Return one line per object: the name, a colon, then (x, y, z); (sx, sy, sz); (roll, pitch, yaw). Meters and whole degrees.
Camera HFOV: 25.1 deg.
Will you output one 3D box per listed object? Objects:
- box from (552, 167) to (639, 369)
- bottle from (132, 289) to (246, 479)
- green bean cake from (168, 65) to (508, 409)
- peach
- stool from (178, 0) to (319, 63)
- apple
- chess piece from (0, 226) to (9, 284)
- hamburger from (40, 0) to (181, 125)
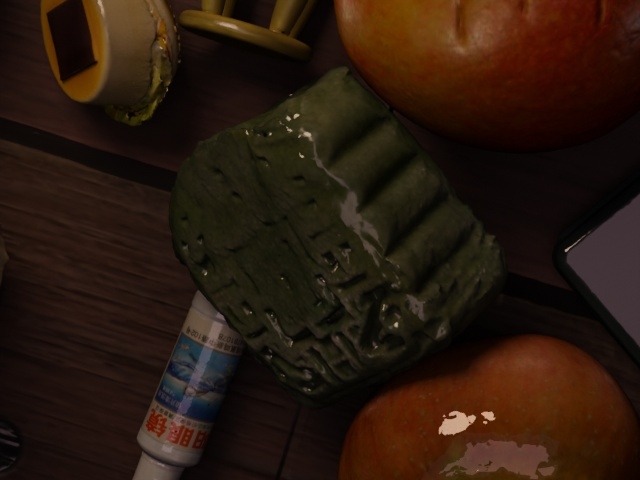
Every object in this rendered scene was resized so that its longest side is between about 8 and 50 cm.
box: (0.316, -0.005, 1.151); (0.230, 0.050, 0.160); (-40, 89, 5)
bottle: (-0.116, 0.148, 1.194); (0.060, 0.060, 0.217); (23, 97, 3)
green bean cake: (0.000, 0.000, 1.096); (0.125, 0.222, 0.227); (-38, 93, -38)
peach: (0.156, -0.179, 1.058); (0.274, 0.249, 0.245); (4, 131, 24)
stool: (-0.046, -0.206, 1.138); (0.135, 0.134, 0.111); (17, 94, 48)
apple: (0.130, 0.168, 1.110); (0.234, 0.173, 0.210); (2, 132, -3)
chess piece: (-0.496, 0.002, 1.139); (0.442, 0.234, 0.234); (20, 95, 7)
hamburger: (-0.164, -0.162, 1.148); (0.081, 0.126, 0.141); (-14, 74, -34)
